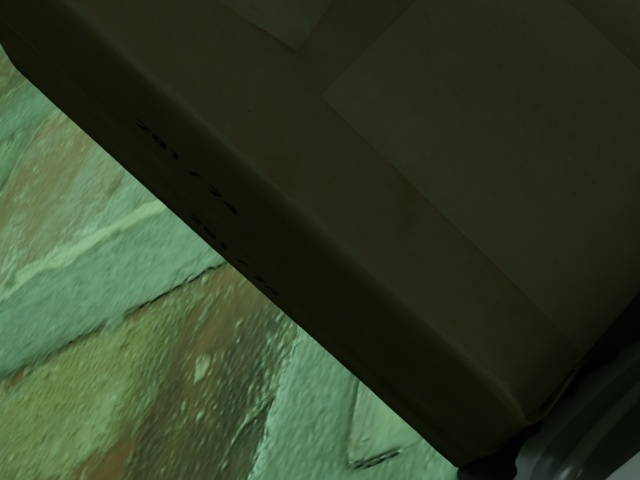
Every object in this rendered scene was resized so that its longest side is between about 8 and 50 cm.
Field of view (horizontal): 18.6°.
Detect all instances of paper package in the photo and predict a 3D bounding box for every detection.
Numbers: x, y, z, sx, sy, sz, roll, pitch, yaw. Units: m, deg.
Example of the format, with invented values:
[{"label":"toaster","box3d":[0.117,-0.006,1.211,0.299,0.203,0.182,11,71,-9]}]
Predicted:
[{"label":"paper package","box3d":[0.010,-0.072,0.867,0.168,0.325,0.309,-48,-5,-8]}]

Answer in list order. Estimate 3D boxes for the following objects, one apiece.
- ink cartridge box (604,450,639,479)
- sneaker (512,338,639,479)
[{"label":"ink cartridge box","box3d":[0.172,0.114,0.654,0.231,0.134,0.078,-41,25,7]},{"label":"sneaker","box3d":[0.211,0.047,0.781,0.281,0.105,0.115,-48,40,3]}]
